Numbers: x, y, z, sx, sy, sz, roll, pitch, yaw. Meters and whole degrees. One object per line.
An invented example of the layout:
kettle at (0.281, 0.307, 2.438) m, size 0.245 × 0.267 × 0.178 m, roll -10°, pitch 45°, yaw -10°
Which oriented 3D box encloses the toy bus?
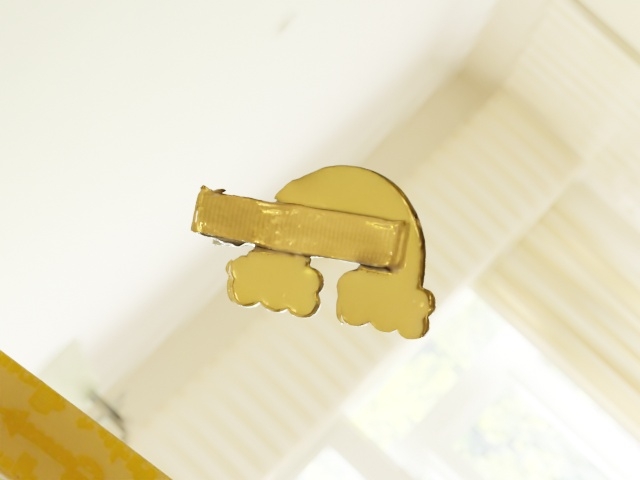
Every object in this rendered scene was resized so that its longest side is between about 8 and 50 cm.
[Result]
toy bus at (-0.182, 0.143, 1.246) m, size 0.081 × 0.226 × 0.074 m, roll -54°, pitch 8°, yaw -30°

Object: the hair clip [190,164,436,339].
hair clip at (0.000, 0.000, 1.674) m, size 0.054 × 0.220 × 0.140 m, roll 49°, pitch -127°, yaw -71°
